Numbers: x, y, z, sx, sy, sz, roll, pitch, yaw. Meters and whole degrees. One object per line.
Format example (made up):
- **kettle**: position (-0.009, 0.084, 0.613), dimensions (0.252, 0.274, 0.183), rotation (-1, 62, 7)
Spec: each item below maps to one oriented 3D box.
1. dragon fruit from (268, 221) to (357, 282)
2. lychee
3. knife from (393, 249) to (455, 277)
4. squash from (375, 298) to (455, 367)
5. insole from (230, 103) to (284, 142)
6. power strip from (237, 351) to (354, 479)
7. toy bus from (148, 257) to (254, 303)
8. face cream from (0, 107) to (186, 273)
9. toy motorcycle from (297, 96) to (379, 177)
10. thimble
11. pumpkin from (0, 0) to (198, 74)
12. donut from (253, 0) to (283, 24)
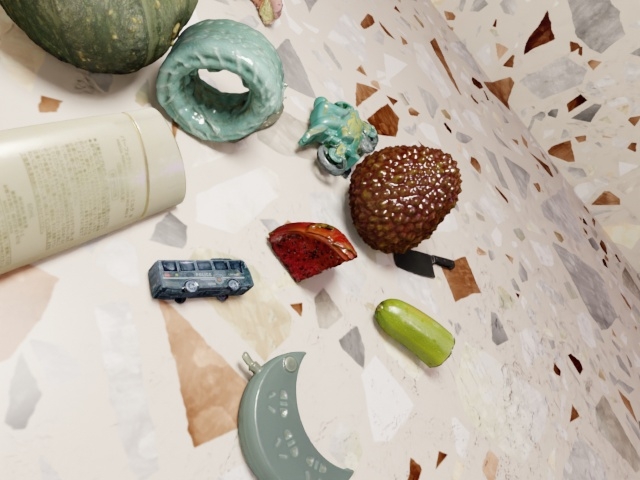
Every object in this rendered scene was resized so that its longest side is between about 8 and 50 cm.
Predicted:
- **dragon fruit**: position (0.001, -0.001, 0.927), dimensions (0.127, 0.161, 0.120), rotation (60, 40, -12)
- **lychee**: position (0.195, -0.107, 1.103), dimensions (0.271, 0.271, 0.271), rotation (25, 48, -32)
- **knife**: position (0.278, 0.064, 1.263), dimensions (0.245, 0.019, 0.072), rotation (12, 60, -36)
- **squash**: position (0.195, 0.184, 1.037), dimensions (0.188, 0.095, 0.095), rotation (39, 42, -18)
- **insole**: position (-0.152, -0.277, 1.070), dimensions (0.081, 0.011, 0.248), rotation (47, 41, -6)
- **power strip**: position (-0.051, 0.284, 0.752), dimensions (0.167, 0.054, 0.253), rotation (-13, 74, -49)
- **toy bus**: position (-0.189, 0.062, 0.772), dimensions (0.166, 0.047, 0.065), rotation (2, 59, -44)
- **face cream**: position (-0.329, -0.079, 0.655), dimensions (0.081, 0.173, 0.348), rotation (19, 31, 26)
- **toy motorcycle**: position (0.046, -0.271, 1.192), dimensions (0.198, 0.109, 0.296), rotation (45, 39, -8)
- **thimble**: position (-0.177, -0.298, 0.904), dimensions (0.235, 0.198, 0.143), rotation (8, 49, -1)
- **pumpkin**: position (-0.347, -0.430, 0.776), dimensions (0.291, 0.257, 0.327), rotation (31, 58, 6)
- **donut**: position (-0.169, -0.653, 1.270), dimensions (0.166, 0.065, 0.117), rotation (41, 43, -18)
